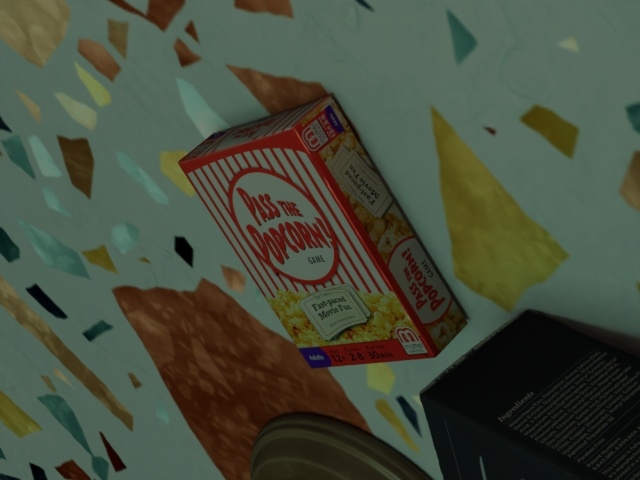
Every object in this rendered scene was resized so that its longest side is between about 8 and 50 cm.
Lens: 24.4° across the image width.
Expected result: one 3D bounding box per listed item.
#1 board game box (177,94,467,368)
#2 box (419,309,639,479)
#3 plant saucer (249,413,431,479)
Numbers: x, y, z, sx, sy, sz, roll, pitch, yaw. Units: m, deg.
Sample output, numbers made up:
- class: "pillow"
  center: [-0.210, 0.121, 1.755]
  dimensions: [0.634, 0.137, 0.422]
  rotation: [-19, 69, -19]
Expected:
- class: "board game box"
  center: [0.000, 0.000, 1.066]
  dimensions: [0.146, 0.045, 0.193]
  rotation: [-12, 115, 52]
- class: "box"
  center: [0.181, 0.158, 0.943]
  dimensions: [0.207, 0.108, 0.153]
  rotation: [25, 142, 47]
- class: "plant saucer"
  center: [0.038, 0.271, 1.305]
  dimensions: [0.278, 0.041, 0.278]
  rotation: [30, 143, 26]
